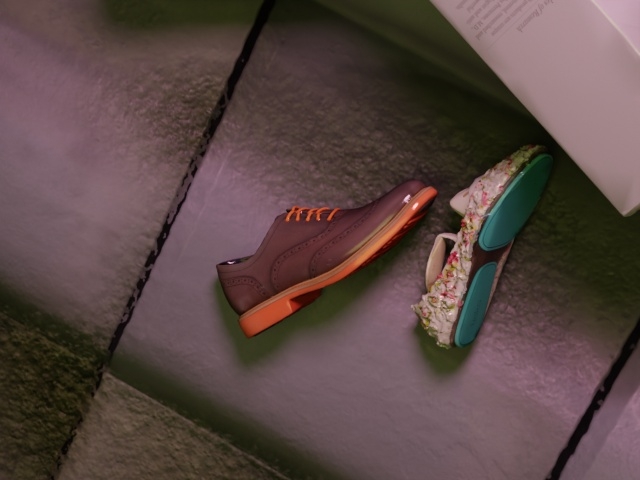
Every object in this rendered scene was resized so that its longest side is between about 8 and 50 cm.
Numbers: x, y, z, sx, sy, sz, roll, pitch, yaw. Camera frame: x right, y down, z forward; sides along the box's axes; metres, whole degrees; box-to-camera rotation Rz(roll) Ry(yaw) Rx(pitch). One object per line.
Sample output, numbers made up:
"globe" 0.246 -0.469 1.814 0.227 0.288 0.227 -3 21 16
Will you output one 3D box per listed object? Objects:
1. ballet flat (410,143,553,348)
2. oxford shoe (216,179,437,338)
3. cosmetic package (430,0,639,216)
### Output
"ballet flat" 0.156 -0.002 1.876 0.077 0.091 0.241 34 111 31
"oxford shoe" 0.000 0.000 1.920 0.271 0.097 0.098 -34 87 24
"cosmetic package" 0.246 -0.239 1.684 0.385 0.217 0.156 46 140 1
